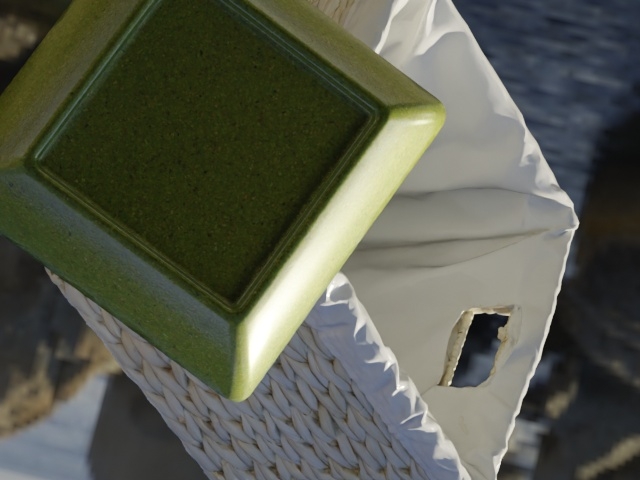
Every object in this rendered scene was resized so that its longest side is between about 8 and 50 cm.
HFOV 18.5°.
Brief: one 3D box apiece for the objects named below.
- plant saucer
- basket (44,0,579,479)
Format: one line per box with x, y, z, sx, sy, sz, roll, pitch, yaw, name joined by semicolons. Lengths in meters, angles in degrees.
-0.057;-0.048;0.962;0.188;0.188;0.045;37;171;-6;plant saucer
0.000;0.000;1.584;0.266;0.328;0.331;-7;133;33;basket
